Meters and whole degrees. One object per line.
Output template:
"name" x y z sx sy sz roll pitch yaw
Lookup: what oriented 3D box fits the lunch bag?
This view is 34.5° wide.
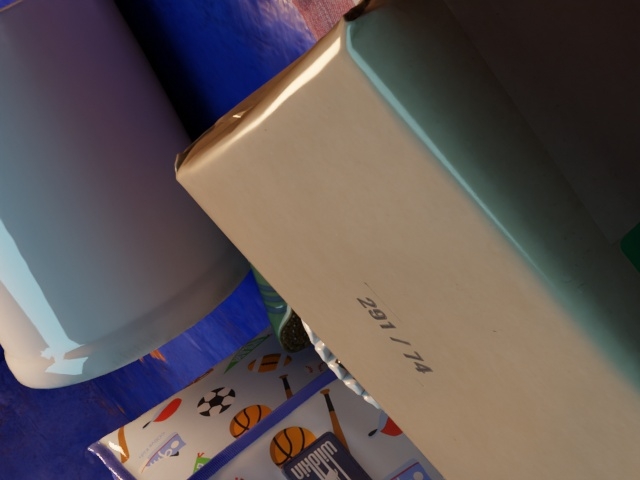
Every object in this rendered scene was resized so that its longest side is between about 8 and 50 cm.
"lunch bag" -0.029 0.270 1.154 0.385 0.328 0.239 24 143 54

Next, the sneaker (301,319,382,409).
"sneaker" 0.100 0.131 0.962 0.292 0.110 0.118 39 170 12

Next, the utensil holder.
"utensil holder" -0.303 -0.079 1.202 0.328 0.328 0.385 10 130 60

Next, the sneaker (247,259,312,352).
"sneaker" -0.037 0.039 1.092 0.086 0.064 0.192 56 164 29

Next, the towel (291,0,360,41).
"towel" 0.114 -0.092 0.680 0.329 0.037 0.237 17 143 54

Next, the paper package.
"paper package" 0.107 0.002 0.587 0.325 0.168 0.309 49 159 -8
